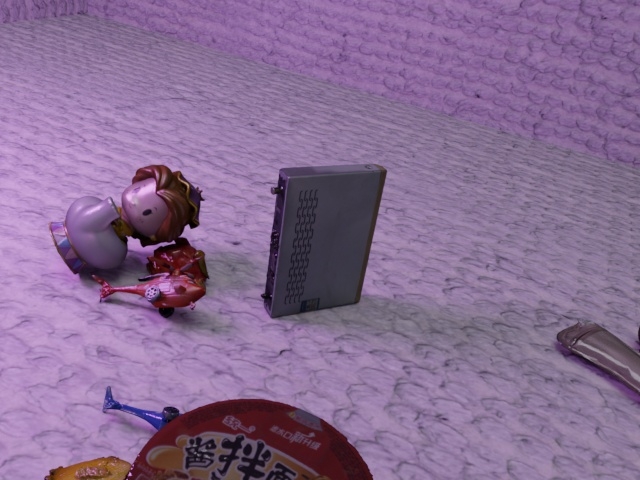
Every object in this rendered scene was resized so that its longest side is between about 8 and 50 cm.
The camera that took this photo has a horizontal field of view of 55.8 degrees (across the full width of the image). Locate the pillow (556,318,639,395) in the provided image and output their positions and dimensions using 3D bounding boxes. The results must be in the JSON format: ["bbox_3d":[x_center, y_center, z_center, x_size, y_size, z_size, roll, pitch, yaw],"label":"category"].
[{"bbox_3d":[0.534,0.214,1.055,0.130,0.038,0.232,-12,37,-39],"label":"pillow"}]

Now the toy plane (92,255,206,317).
[{"bbox_3d":[-0.284,0.076,0.991,0.194,0.126,0.077,8,57,-5],"label":"toy plane"}]

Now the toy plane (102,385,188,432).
[{"bbox_3d":[-0.211,0.234,0.790,0.167,0.054,0.062,15,5,7],"label":"toy plane"}]

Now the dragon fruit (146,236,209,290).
[{"bbox_3d":[-0.259,0.037,1.096,0.112,0.068,0.126,-2,31,-15],"label":"dragon fruit"}]

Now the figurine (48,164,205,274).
[{"bbox_3d":[-0.333,-0.041,1.078,0.263,0.189,0.142,-26,81,-11],"label":"figurine"}]

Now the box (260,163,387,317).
[{"bbox_3d":[0.000,0.000,1.033,0.210,0.271,0.045,-8,33,-26],"label":"box"}]

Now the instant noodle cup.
[{"bbox_3d":[-0.074,0.302,0.661,0.273,0.091,0.274,7,30,-4],"label":"instant noodle cup"}]

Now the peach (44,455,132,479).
[{"bbox_3d":[-0.255,0.280,0.666,0.098,0.062,0.098,-3,2,0],"label":"peach"}]

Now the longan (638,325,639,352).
[{"bbox_3d":[0.636,0.179,1.100,0.113,0.092,0.113,-23,43,23],"label":"longan"}]
